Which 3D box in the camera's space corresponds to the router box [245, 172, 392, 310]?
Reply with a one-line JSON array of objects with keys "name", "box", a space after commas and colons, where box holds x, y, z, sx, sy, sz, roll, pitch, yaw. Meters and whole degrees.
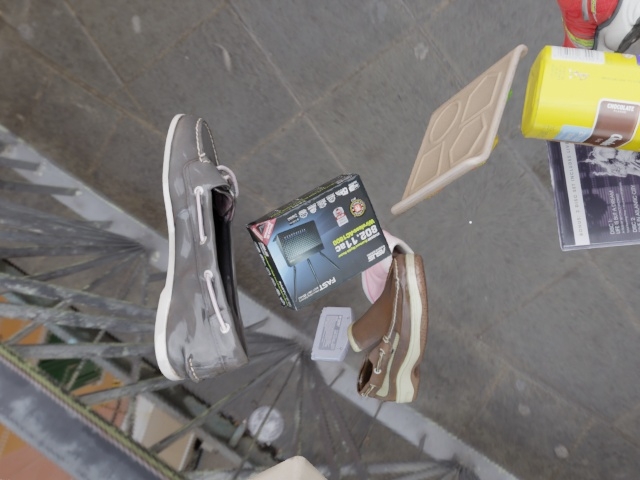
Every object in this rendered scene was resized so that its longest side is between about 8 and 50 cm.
[{"name": "router box", "box": [0.000, 0.000, 0.798, 0.122, 0.038, 0.092, -30, 106, -20]}]

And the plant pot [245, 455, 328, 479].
[{"name": "plant pot", "box": [-0.029, 0.246, 0.597, 0.109, 0.096, 0.109, -30, 117, 21]}]

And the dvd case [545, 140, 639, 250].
[{"name": "dvd case", "box": [0.318, -0.080, 0.725, 0.221, 0.018, 0.165, -5, 74, 5]}]

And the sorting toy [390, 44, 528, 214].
[{"name": "sorting toy", "box": [0.183, -0.136, 1.045, 0.038, 0.193, 0.208, 34, 61, -13]}]

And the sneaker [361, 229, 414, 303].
[{"name": "sneaker", "box": [0.094, 0.046, 1.077, 0.070, 0.051, 0.134, 21, 137, 42]}]

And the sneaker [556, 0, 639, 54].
[{"name": "sneaker", "box": [0.307, -0.263, 0.897, 0.107, 0.279, 0.118, -41, 84, 0]}]

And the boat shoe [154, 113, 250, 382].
[{"name": "boat shoe", "box": [-0.125, -0.001, 0.936, 0.095, 0.112, 0.335, -7, 65, 11]}]

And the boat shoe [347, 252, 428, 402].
[{"name": "boat shoe", "box": [0.082, 0.123, 1.029, 0.095, 0.095, 0.257, -1, 130, 0]}]

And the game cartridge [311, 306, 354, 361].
[{"name": "game cartridge", "box": [0.020, 0.137, 1.179, 0.056, 0.017, 0.083, -3, 59, 32]}]

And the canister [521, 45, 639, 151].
[{"name": "canister", "box": [0.251, -0.106, 0.635, 0.169, 0.126, 0.073, 9, 94, 9]}]
